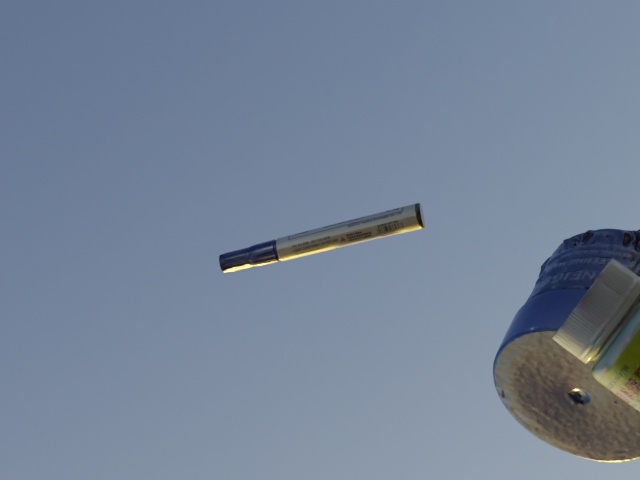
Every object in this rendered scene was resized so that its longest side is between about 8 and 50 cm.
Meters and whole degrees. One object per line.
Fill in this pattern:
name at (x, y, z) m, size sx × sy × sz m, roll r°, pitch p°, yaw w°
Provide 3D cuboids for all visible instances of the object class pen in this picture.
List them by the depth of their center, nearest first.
pen at (0.000, 0.000, 1.395) m, size 0.025 × 0.204 × 0.025 m, roll -14°, pitch -90°, yaw -73°

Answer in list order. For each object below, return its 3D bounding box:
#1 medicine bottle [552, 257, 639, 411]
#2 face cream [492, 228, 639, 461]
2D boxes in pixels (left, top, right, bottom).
medicine bottle at (0.399, 0.134, 1.757) m, size 0.139 × 0.225 × 0.139 m, roll -51°, pitch -9°, yaw -12°
face cream at (0.383, 0.136, 2.008) m, size 0.225 × 0.249 × 0.249 m, roll -56°, pitch -29°, yaw -42°
